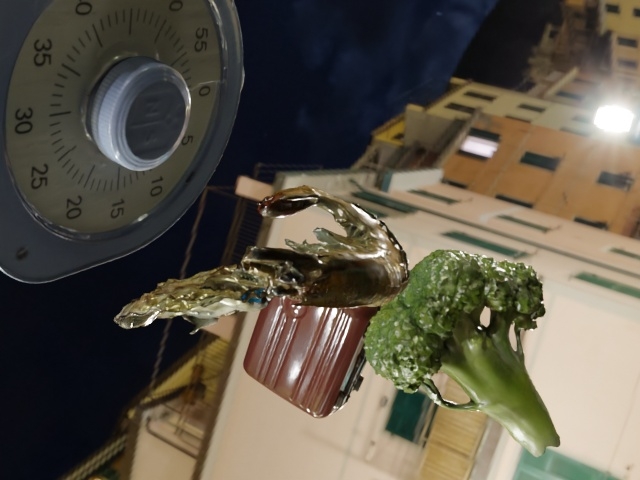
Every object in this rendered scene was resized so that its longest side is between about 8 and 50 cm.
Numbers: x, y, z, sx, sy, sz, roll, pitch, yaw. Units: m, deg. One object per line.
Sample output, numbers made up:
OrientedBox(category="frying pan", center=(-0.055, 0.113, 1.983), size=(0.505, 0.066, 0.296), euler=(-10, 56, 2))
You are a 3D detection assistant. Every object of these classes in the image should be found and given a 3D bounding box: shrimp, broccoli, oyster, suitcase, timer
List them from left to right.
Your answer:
OrientedBox(category="timer", center=(-0.225, -0.160, 0.870), size=(0.395, 0.173, 0.395), euler=(-37, -39, -38))
OrientedBox(category="oyster", center=(-0.184, 0.087, 1.215), size=(0.223, 0.214, 0.083), euler=(7, -114, -64))
OrientedBox(category="suitcase", center=(-0.007, 0.176, 1.588), size=(0.161, 0.236, 0.297), euler=(-31, -34, -56))
OrientedBox(category="shrimp", center=(0.001, -0.001, 0.852), size=(0.253, 0.173, 0.058), euler=(7, -44, -44))
OrientedBox(category="broccoli", center=(0.222, 0.138, 1.201), size=(0.302, 0.186, 0.254), euler=(32, -108, -25))
